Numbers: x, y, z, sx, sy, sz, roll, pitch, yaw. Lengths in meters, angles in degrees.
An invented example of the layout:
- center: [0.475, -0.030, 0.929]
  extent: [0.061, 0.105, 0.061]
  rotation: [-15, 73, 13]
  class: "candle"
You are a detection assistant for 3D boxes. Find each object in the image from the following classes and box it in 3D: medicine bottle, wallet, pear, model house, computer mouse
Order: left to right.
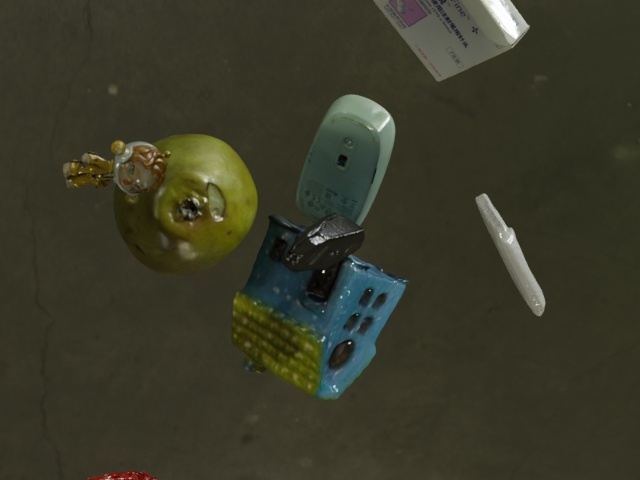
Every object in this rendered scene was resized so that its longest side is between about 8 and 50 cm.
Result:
- center: [-0.246, -0.065, 1.635]
  extent: [0.269, 0.321, 0.269]
  rotation: [-1, 101, -4]
  class: "pear"
- center: [-0.022, 0.135, 1.673]
  extent: [0.215, 0.237, 0.303]
  rotation: [12, 103, -55]
  class: "model house"
- center: [0.000, 0.000, 1.340]
  extent: [0.172, 0.057, 0.099]
  rotation: [-9, 151, -52]
  class: "computer mouse"
- center: [0.053, -0.154, 1.808]
  extent: [0.159, 0.097, 0.288]
  rotation: [25, 121, 11]
  class: "computer mouse"
- center: [0.141, -0.304, 1.101]
  extent: [0.052, 0.171, 0.201]
  rotation: [-46, 105, -22]
  class: "medicine bottle"
- center: [0.287, 0.022, 1.347]
  extent: [0.032, 0.124, 0.183]
  rotation: [-30, 121, 7]
  class: "wallet"

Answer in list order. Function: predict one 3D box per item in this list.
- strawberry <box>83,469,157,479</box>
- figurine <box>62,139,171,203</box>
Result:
- center: [-0.288, 0.342, 1.180]
  extent: [0.121, 0.188, 0.082]
  rotation: [-15, 93, 29]
  class: "strawberry"
- center: [-0.287, -0.097, 1.280]
  extent: [0.143, 0.068, 0.101]
  rotation: [-25, 131, 13]
  class: "figurine"
